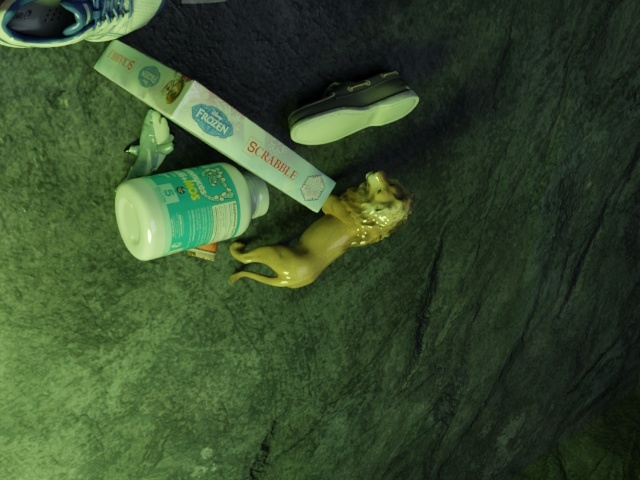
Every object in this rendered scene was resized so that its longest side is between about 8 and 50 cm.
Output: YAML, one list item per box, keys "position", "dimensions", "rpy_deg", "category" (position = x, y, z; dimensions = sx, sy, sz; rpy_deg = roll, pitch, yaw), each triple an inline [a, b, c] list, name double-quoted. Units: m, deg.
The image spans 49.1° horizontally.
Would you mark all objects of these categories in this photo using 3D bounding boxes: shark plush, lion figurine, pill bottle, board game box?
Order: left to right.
- position: [-0.321, -0.156, 1.265]
  dimensions: [0.067, 0.073, 0.161]
  rpy_deg: [31, 115, -24]
  category: "shark plush"
- position: [-0.228, -0.062, 1.287]
  dimensions: [0.264, 0.146, 0.146]
  rpy_deg: [-17, 123, -35]
  category: "pill bottle"
- position: [-0.175, -0.191, 1.155]
  dimensions: [0.318, 0.318, 0.066]
  rpy_deg: [31, 92, -44]
  category: "board game box"
- position: [0.000, 0.000, 1.448]
  dimensions: [0.392, 0.240, 0.142]
  rpy_deg: [-46, 133, -7]
  category: "lion figurine"

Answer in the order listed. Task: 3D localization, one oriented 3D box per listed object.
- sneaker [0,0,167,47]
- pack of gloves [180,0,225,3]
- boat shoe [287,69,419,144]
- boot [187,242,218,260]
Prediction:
- position: [-0.355, -0.341, 1.061]
  dimensions: [0.296, 0.131, 0.112]
  rpy_deg: [-24, 125, -27]
  category: "sneaker"
- position: [-0.144, -0.520, 1.171]
  dimensions: [0.195, 0.046, 0.232]
  rpy_deg: [-10, 134, -20]
  category: "pack of gloves"
- position: [0.058, -0.278, 1.441]
  dimensions: [0.305, 0.091, 0.109]
  rpy_deg: [-20, 162, -26]
  category: "boat shoe"
- position: [-0.268, -0.017, 1.368]
  dimensions: [0.158, 0.059, 0.085]
  rpy_deg: [18, 85, -38]
  category: "boot"
